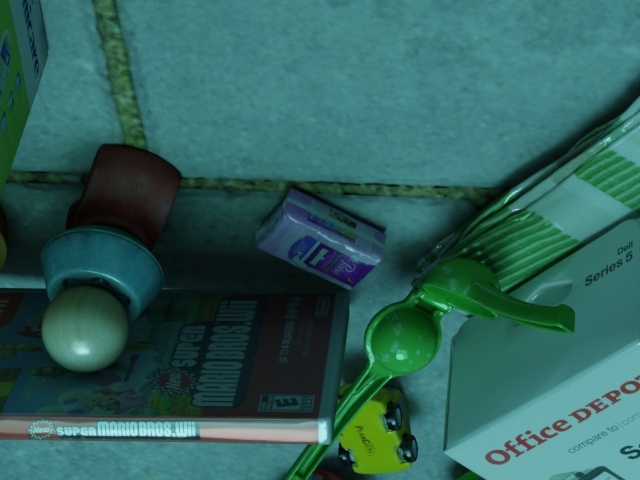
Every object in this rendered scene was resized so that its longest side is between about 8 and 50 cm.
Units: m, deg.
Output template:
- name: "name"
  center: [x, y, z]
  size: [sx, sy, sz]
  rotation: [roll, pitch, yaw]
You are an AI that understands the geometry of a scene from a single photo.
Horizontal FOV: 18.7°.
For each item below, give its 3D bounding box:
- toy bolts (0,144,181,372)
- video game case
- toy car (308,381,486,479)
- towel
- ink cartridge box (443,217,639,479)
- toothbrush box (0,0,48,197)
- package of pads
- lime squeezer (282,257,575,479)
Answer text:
- name: "toy bolts"
  center: [-0.226, 0.018, 1.362]
  size: [0.228, 0.158, 0.218]
  rotation: [17, 139, -7]
- name: "video game case"
  center: [-0.127, 0.085, 1.375]
  size: [0.285, 0.204, 0.025]
  rotation: [0, 113, 4]
- name: "toy car"
  center: [0.083, 0.199, 1.582]
  size: [0.225, 0.053, 0.239]
  rotation: [16, 139, -7]
- name: "towel"
  center: [0.252, -0.001, 1.335]
  size: [0.248, 0.038, 0.325]
  rotation: [31, 134, -22]
- name: "ink cartridge box"
  center: [0.250, 0.130, 1.366]
  size: [0.273, 0.115, 0.198]
  rotation: [32, 133, -24]
- name: "toothbrush box"
  center: [-0.303, -0.069, 1.187]
  size: [0.206, 0.283, 0.122]
  rotation: [5, 138, 7]
- name: "package of pads"
  center: [0.000, 0.000, 1.391]
  size: [0.083, 0.032, 0.050]
  rotation: [26, 139, -17]
- name: "lime squeezer"
  center: [0.077, 0.078, 1.348]
  size: [0.059, 0.110, 0.310]
  rotation: [15, 146, -33]
